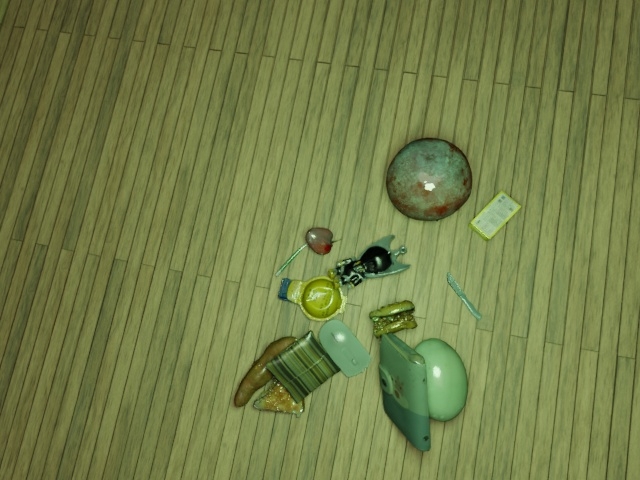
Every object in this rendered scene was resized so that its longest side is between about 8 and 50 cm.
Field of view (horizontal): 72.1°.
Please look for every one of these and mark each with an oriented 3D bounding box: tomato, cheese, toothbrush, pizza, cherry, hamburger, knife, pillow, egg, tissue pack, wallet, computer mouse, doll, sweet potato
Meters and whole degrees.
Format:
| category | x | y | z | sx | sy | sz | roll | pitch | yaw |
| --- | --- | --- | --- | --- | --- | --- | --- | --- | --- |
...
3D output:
| category | x | y | z | sx | sy | sz | roll | pitch | yaw |
| --- | --- | --- | --- | --- | --- | --- | --- | --- | --- |
| tomato | 0.402 | -0.225 | 1.637 | 0.316 | 0.282 | 0.317 | -6 | 59 | 10 |
| cheese | -0.032 | 0.216 | 1.712 | 0.270 | 0.069 | 0.177 | 13 | 82 | 11 |
| toothbrush | -0.093 | 0.049 | 1.773 | 0.024 | 0.018 | 0.257 | 41 | 87 | 14 |
| pizza | -0.161 | 0.595 | 1.673 | 0.195 | 0.052 | 0.185 | -17 | 86 | -1 |
| cherry | -0.001 | -0.004 | 1.733 | 0.126 | 0.087 | 0.106 | 39 | 65 | -15 |
| hamburger | 0.262 | 0.288 | 1.623 | 0.177 | 0.185 | 0.113 | -12 | 81 | -34 |
| knife | 0.542 | 0.212 | 1.676 | 0.028 | 0.015 | 0.210 | -37 | 78 | 6 |
| pillow | -0.061 | 0.467 | 1.619 | 0.212 | 0.052 | 0.208 | -37 | 105 | -4 |
| egg | 0.412 | 0.488 | 1.548 | 0.203 | 0.203 | 0.283 | -9 | 77 | 5 |
| tissue pack | 0.666 | -0.092 | 1.689 | 0.095 | 0.062 | 0.176 | 44 | 88 | 13 |
| wallet | 0.280 | 0.504 | 1.499 | 0.083 | 0.252 | 0.360 | -14 | 109 | -22 |
| computer mouse | 0.088 | 0.407 | 1.666 | 0.128 | 0.079 | 0.231 | -41 | 82 | 2 |
| doll | 0.188 | 0.097 | 1.684 | 0.316 | 0.103 | 0.145 | -21 | 35 | -5 |
| sweet potato | -0.207 | 0.483 | 1.674 | 0.095 | 0.106 | 0.354 | 40 | 94 | -15 |
